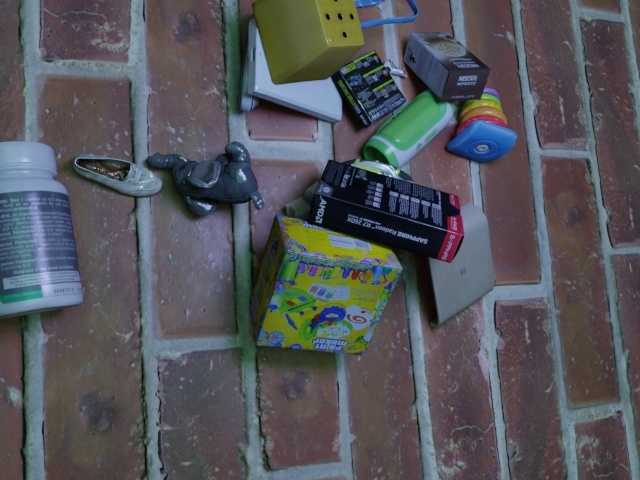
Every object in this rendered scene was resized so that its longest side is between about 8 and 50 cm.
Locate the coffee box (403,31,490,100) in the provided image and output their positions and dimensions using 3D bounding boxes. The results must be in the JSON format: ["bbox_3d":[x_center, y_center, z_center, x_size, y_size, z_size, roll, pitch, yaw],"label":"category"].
[{"bbox_3d":[0.366,-0.515,1.747,0.141,0.098,0.246,-9,45,-21],"label":"coffee box"}]

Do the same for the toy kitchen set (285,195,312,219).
[{"bbox_3d":[0.000,0.000,1.624,0.122,0.166,0.207,-20,126,-21],"label":"toy kitchen set"}]

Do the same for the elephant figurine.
[{"bbox_3d":[-0.291,-0.148,1.494,0.239,0.186,0.169,-17,112,-17],"label":"elephant figurine"}]

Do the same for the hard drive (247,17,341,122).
[{"bbox_3d":[-0.063,-0.456,1.616,0.307,0.040,0.203,8,78,-42],"label":"hard drive"}]

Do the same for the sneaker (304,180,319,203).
[{"bbox_3d":[0.053,-0.079,1.652,0.094,0.080,0.212,-41,96,-33],"label":"sneaker"}]

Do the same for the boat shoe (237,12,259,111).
[{"bbox_3d":[-0.160,-0.486,1.610,0.094,0.109,0.302,11,75,-15],"label":"boat shoe"}]

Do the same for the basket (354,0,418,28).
[{"bbox_3d":[0.121,-0.734,1.701,0.254,0.201,0.289,-16,78,-23],"label":"basket"}]

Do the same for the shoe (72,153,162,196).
[{"bbox_3d":[-0.497,-0.161,1.460,0.219,0.058,0.077,15,77,-18],"label":"shoe"}]

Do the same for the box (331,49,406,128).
[{"bbox_3d":[0.142,-0.441,1.725,0.190,0.045,0.184,-39,95,-39],"label":"box"}]

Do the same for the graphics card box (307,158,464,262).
[{"bbox_3d":[0.168,-0.081,1.506,0.370,0.233,0.094,17,120,0],"label":"graphics card box"}]

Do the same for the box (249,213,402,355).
[{"bbox_3d":[0.002,0.116,1.473,0.289,0.177,0.279,10,119,-19],"label":"box"}]

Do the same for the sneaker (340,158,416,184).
[{"bbox_3d":[0.208,-0.103,1.674,0.384,0.145,0.147,27,76,-12],"label":"sneaker"}]

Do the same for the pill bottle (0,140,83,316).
[{"bbox_3d":[-0.651,-0.020,1.304,0.204,0.204,0.361,-8,85,-21],"label":"pill bottle"}]

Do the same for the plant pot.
[{"bbox_3d":[-0.014,-0.538,1.517,0.212,0.187,0.212,-21,97,-43],"label":"plant pot"}]

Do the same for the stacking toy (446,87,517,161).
[{"bbox_3d":[0.496,-0.409,1.840,0.165,0.175,0.302,14,64,-19],"label":"stacking toy"}]

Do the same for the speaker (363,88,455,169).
[{"bbox_3d":[0.261,-0.320,1.734,0.296,0.131,0.131,-43,98,-20],"label":"speaker"}]

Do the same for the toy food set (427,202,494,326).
[{"bbox_3d":[0.377,0.073,1.696,0.219,0.092,0.306,-27,121,-22],"label":"toy food set"}]

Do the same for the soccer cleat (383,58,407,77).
[{"bbox_3d":[0.226,-0.514,1.803,0.083,0.029,0.036,35,81,-9],"label":"soccer cleat"}]
